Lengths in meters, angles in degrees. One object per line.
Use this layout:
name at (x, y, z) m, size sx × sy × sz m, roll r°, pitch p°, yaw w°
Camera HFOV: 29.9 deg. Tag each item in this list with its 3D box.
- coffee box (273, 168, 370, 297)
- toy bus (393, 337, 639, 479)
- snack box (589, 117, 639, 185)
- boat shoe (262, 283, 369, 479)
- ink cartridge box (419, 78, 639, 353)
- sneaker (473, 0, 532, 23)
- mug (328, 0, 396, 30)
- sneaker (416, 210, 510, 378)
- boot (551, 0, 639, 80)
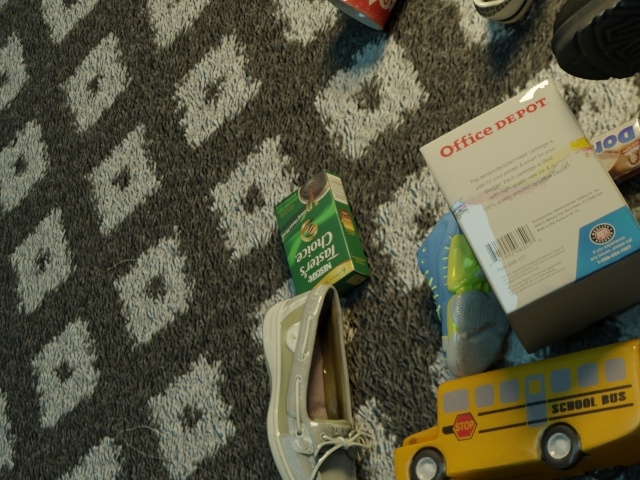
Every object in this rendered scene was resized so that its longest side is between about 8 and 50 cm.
coffee box at (0.000, 0.000, 1.733) m, size 0.113 × 0.040 × 0.184 m, roll -35°, pitch 53°, yaw 29°
toy bus at (0.242, 0.214, 1.377) m, size 0.333 × 0.108 × 0.130 m, roll -19°, pitch 62°, yaw 38°
snack box at (0.323, -0.084, 1.475) m, size 0.178 × 0.022 × 0.064 m, roll -27°, pitch 57°, yaw 34°
boat shoe at (0.000, 0.216, 1.597) m, size 0.103 × 0.118 × 0.320 m, roll -28°, pitch 56°, yaw 34°
ink cartridge box at (0.250, -0.025, 1.366) m, size 0.171 × 0.168 × 0.232 m, roll -27°, pitch 64°, yaw 8°
sneaker at (0.268, -0.400, 1.571) m, size 0.090 × 0.095 × 0.235 m, roll 24°, pitch 101°, yaw 26°
mug at (0.075, -0.418, 1.776) m, size 0.150 × 0.113 × 0.169 m, roll 35°, pitch 96°, yaw 43°
sneaker at (0.178, 0.061, 1.525) m, size 0.126 × 0.091 × 0.240 m, roll -9°, pitch 61°, yaw 54°
boot at (0.371, -0.438, 1.345) m, size 0.367 × 0.146 × 0.445 m, roll -28°, pitch 57°, yaw 23°
